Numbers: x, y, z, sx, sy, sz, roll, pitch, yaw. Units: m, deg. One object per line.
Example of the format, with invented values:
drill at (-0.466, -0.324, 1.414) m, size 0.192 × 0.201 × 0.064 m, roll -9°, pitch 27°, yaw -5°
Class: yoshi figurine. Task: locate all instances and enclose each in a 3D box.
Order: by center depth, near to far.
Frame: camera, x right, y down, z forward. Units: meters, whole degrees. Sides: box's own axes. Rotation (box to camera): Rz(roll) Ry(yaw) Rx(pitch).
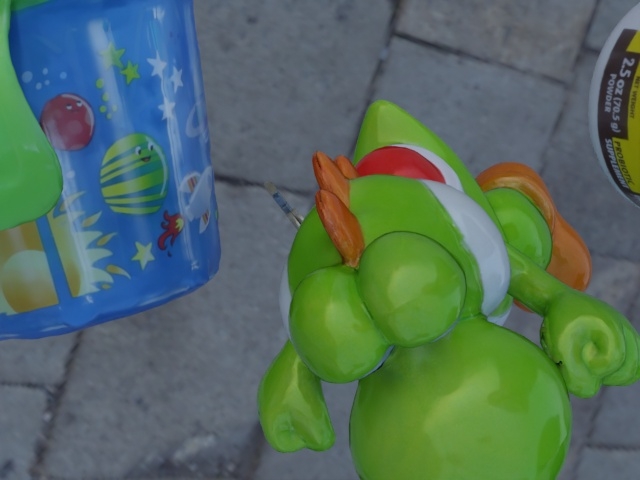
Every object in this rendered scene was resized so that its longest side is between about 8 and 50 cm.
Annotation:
yoshi figurine at (0.067, 0.057, 0.870) m, size 0.203 × 0.203 × 0.362 m, roll -64°, pitch 173°, yaw 11°

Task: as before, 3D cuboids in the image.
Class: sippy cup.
sippy cup at (-0.166, -0.061, 0.987) m, size 0.305 × 0.240 × 0.224 m, roll -22°, pitch 99°, yaw -52°

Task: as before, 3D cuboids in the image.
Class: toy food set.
toy food set at (0.000, 0.000, 1.317) m, size 0.019 × 0.078 × 0.122 m, roll -37°, pitch 143°, yaw 0°

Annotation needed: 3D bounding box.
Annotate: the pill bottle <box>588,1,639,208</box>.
pill bottle at (0.227, -0.051, 0.701) m, size 0.117 × 0.215 × 0.117 m, roll -7°, pitch 104°, yaw -29°
